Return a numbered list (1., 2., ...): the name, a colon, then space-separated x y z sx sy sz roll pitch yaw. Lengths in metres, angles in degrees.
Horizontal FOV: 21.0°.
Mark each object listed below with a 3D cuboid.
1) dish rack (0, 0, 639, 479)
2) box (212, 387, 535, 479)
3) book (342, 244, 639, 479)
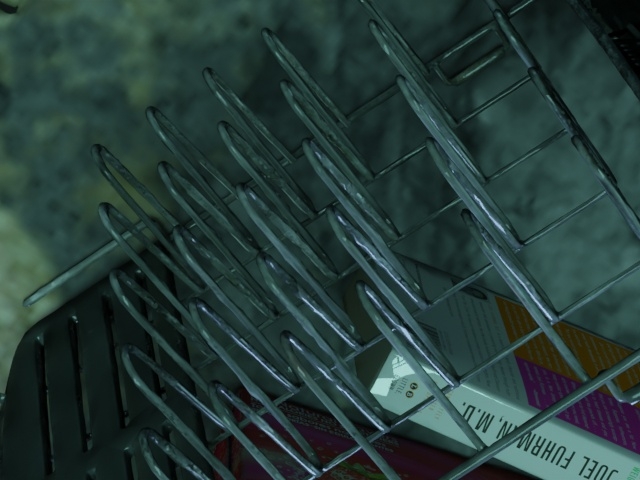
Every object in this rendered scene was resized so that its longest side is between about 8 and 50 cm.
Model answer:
1. dish rack: 0.000 0.000 0.495 0.271 0.208 0.074 -34 121 10
2. box: 0.071 0.162 0.585 0.257 0.122 0.128 18 106 -8
3. book: 0.079 0.054 0.566 0.144 0.096 0.035 25 105 -10
